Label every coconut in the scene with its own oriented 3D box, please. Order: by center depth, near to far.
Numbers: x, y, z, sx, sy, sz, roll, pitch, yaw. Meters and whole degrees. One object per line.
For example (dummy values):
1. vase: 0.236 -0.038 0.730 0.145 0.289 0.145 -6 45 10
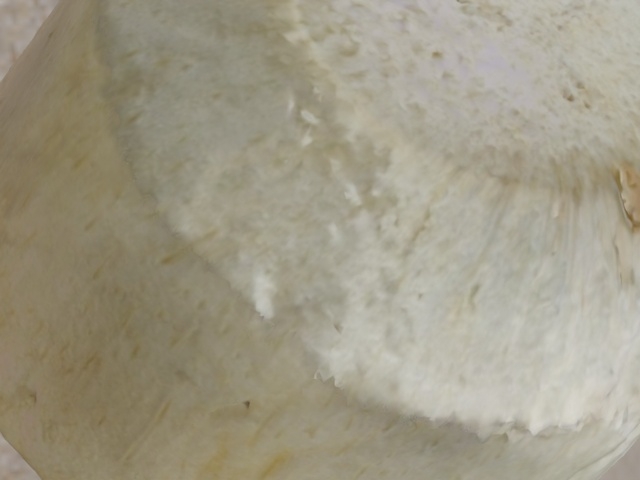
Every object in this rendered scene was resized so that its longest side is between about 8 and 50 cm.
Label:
1. coconut: 0.000 0.000 0.753 0.329 0.329 0.328 -5 90 -75
